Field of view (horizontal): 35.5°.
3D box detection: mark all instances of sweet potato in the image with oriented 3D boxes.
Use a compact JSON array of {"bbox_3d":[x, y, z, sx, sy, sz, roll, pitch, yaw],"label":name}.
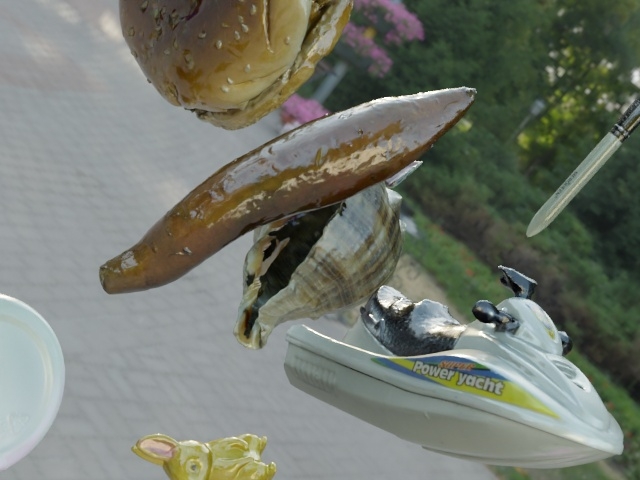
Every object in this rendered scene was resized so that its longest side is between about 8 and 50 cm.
[{"bbox_3d":[-0.021,-0.039,0.628,0.057,0.264,0.057,156,-90,-86],"label":"sweet potato"}]

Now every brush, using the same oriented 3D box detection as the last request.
[{"bbox_3d":[0.359,-0.117,1.247,0.039,0.299,0.042,40,6,-3],"label":"brush"}]

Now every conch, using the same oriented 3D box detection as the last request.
[{"bbox_3d":[0.012,0.006,1.093,0.159,0.210,0.291,38,51,-29],"label":"conch"}]

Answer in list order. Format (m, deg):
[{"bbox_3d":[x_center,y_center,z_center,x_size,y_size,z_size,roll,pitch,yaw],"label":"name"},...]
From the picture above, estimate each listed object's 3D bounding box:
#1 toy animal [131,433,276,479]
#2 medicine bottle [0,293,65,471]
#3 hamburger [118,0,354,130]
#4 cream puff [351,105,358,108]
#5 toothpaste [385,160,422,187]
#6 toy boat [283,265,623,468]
[{"bbox_3d":[-0.135,0.252,1.115,0.159,0.083,0.070,16,27,-30],"label":"toy animal"},{"bbox_3d":[-0.517,0.183,1.382,0.240,0.253,0.252,7,-17,48],"label":"medicine bottle"},{"bbox_3d":[-0.081,-0.237,0.986,0.286,0.243,0.146,4,-9,39],"label":"hamburger"},{"bbox_3d":[0.065,-0.142,1.613,0.084,0.149,0.149,10,22,-22],"label":"cream puff"},{"bbox_3d":[0.031,-0.088,1.302,0.239,0.062,0.039,6,-55,49],"label":"toothpaste"},{"bbox_3d":[0.097,0.092,0.723,0.140,0.141,0.269,31,-25,-33],"label":"toy boat"}]
